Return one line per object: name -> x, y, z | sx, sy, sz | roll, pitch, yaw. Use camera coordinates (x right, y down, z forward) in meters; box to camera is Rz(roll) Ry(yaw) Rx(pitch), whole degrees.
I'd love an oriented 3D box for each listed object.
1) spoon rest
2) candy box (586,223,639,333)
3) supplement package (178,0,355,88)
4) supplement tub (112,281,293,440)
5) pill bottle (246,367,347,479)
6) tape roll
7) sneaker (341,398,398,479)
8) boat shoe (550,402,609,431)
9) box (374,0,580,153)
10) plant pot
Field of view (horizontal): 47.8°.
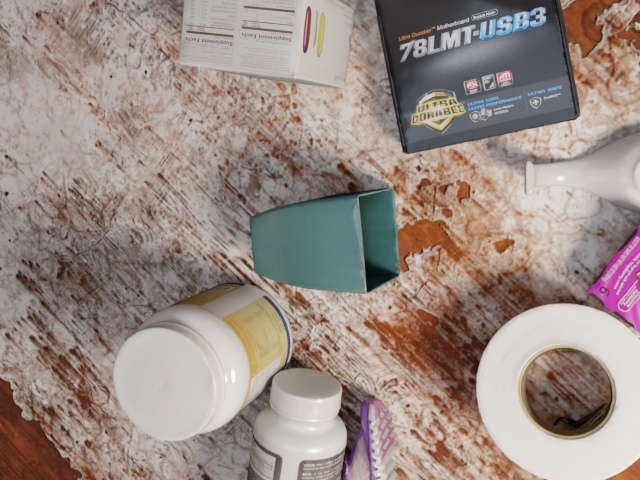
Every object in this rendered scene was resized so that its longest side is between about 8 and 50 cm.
spoon rest -> 0.466, -0.109, 1.169 | 0.277, 0.084, 0.137 | 0, 100, 6
candy box -> 0.561, 0.089, 1.120 | 0.233, 0.071, 0.159 | 40, 119, 23
supplement package -> -0.080, -0.344, 1.213 | 0.204, 0.262, 0.145 | 11, 102, 17
supplement tub -> -0.205, 0.212, 1.313 | 0.229, 0.316, 0.228 | 3, 99, 19
pill bottle -> -0.046, 0.412, 1.358 | 0.176, 0.176, 0.318 | 13, 105, 17
tape roll -> 0.405, 0.245, 1.185 | 0.286, 0.100, 0.286 | -3, 80, 20
sneaker -> 0.086, 0.415, 1.367 | 0.105, 0.095, 0.236 | -2, 99, 27
boat shoe -> 0.431, 0.338, 1.251 | 0.183, 0.066, 0.066 | -30, 83, 11
box -> 0.257, -0.316, 1.205 | 0.296, 0.073, 0.293 | -9, 96, 19
plant pot -> 0.000, 0.000, 1.296 | 0.234, 0.166, 0.165 | -2, 97, 26
